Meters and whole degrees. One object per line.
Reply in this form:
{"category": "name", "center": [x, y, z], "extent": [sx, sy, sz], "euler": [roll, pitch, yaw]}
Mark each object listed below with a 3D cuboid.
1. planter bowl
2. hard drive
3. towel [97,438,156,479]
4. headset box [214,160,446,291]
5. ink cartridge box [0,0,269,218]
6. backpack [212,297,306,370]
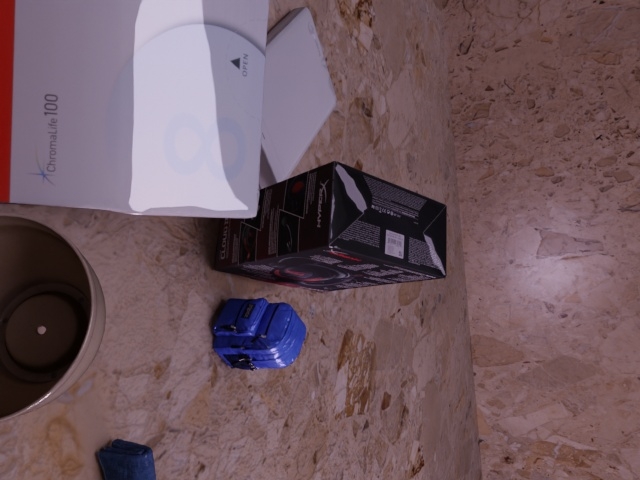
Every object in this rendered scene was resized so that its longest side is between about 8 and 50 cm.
{"category": "planter bowl", "center": [-0.255, 0.070, 0.465], "extent": [0.109, 0.161, 0.162], "euler": [97, 1, -73]}
{"category": "hard drive", "center": [-0.060, -0.256, 0.973], "extent": [0.308, 0.040, 0.203], "euler": [-62, 142, -43]}
{"category": "towel", "center": [-0.212, 0.288, 0.617], "extent": [0.029, 0.067, 0.120], "euler": [-18, 106, -64]}
{"category": "headset box", "center": [0.000, 0.000, 0.797], "extent": [0.218, 0.293, 0.110], "euler": [15, 72, -37]}
{"category": "ink cartridge box", "center": [-0.213, -0.179, 0.465], "extent": [0.384, 0.091, 0.309], "euler": [-1, 97, -48]}
{"category": "backpack", "center": [-0.089, 0.136, 0.810], "extent": [0.101, 0.120, 0.098], "euler": [61, 38, -44]}
